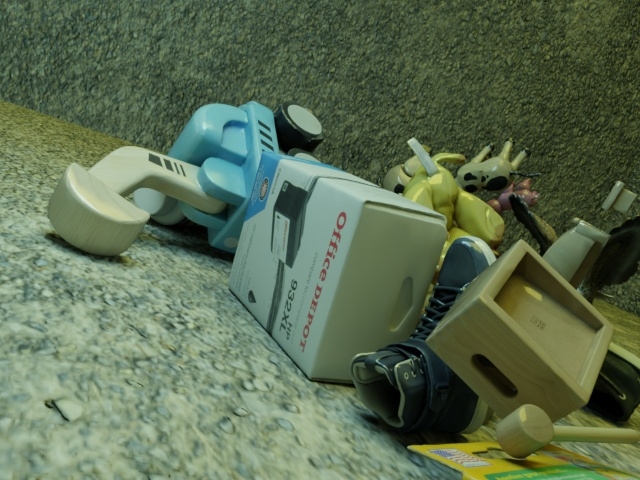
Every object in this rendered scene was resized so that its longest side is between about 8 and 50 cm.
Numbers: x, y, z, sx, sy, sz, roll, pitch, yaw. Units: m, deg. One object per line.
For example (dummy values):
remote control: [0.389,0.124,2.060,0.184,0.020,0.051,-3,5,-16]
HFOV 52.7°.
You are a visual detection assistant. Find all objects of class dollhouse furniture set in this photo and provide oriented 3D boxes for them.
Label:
dollhouse furniture set: [0.277,0.036,0.922,0.174,0.355,0.303,33,13,21]

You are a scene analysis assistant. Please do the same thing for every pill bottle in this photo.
pill bottle: [-0.272,-0.085,1.306,0.117,0.117,0.215,24,9,27]

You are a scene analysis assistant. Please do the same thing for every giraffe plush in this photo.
giraffe plush: [0.137,-0.021,0.956,0.181,0.210,0.170,-16,-12,-35]

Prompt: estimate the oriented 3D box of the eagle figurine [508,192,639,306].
eagle figurine: [0.456,0.054,1.158,0.226,0.298,0.225,-6,22,-9]

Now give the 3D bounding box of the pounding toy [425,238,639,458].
pounding toy: [0.188,0.129,0.589,0.181,0.094,0.206,45,42,7]

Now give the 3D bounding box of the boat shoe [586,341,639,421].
boat shoe: [0.378,0.195,1.096,0.340,0.113,0.127,31,-35,12]

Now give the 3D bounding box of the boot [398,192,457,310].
boot: [0.090,0.012,1.098,0.262,0.203,0.095,18,7,-9]

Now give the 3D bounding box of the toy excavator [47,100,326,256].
toy excavator: [-0.210,-0.106,1.108,0.445,0.222,0.433,20,40,-29]

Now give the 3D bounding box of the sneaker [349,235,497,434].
sneaker: [0.118,0.098,0.701,0.163,0.226,0.086,10,-8,-35]

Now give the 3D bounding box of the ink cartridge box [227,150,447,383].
ink cartridge box: [0.003,0.023,0.870,0.129,0.223,0.307,11,12,-30]

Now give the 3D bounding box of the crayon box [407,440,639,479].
crayon box: [0.235,0.226,0.433,0.203,0.083,0.323,13,-3,-41]

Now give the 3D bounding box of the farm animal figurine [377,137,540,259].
farm animal figurine: [0.259,-0.074,1.319,0.326,0.172,0.330,26,-30,25]
